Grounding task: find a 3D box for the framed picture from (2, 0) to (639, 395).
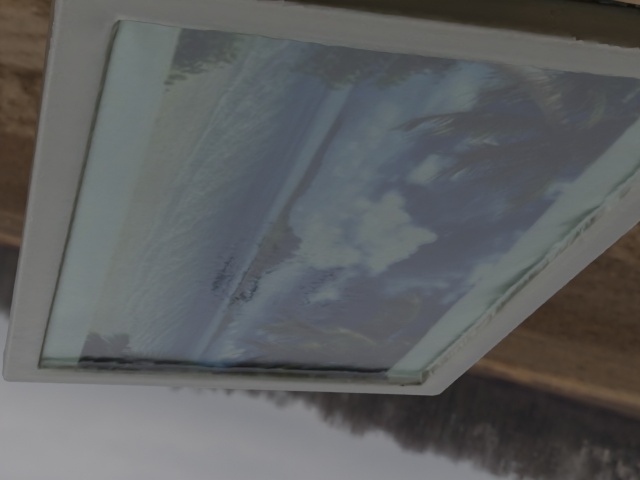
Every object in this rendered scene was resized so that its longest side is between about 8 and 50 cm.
[{"bbox_3d":[0.000,0.000,0.458,0.232,0.024,0.315,4,152,-16],"label":"framed picture"}]
